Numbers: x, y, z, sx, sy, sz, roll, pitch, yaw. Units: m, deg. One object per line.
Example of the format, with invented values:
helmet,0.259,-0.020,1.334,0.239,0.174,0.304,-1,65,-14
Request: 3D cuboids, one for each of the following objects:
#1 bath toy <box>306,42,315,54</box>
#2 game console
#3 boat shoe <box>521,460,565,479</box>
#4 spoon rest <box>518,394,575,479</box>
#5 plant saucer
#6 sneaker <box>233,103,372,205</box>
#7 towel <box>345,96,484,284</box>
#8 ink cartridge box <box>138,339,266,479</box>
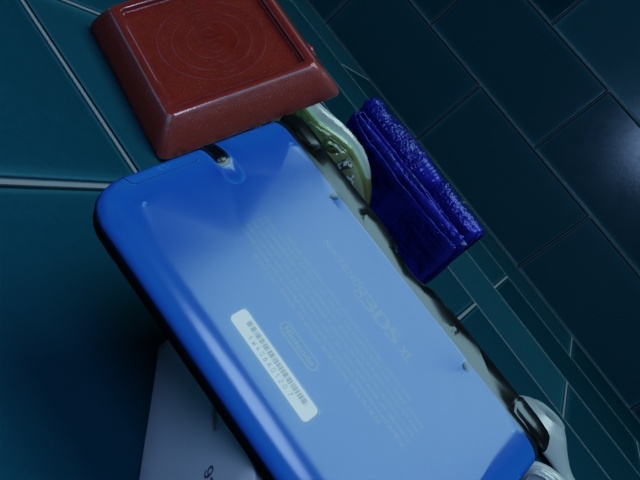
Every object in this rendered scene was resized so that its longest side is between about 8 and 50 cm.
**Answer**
bath toy,-0.096,-0.381,1.239,0.348,0.129,0.151,-30,119,-78
game console,0.003,0.075,0.466,0.250,0.173,0.293,-29,77,-37
boat shoe,0.365,0.427,0.943,0.184,0.066,0.063,63,21,8
spoon rest,0.460,0.403,1.180,0.276,0.084,0.137,42,16,19
plant saucer,-0.144,-0.257,0.826,0.258,0.259,0.047,59,-18,22
sneaker,-0.073,-0.155,0.994,0.410,0.158,0.182,51,57,-26
towel,0.117,-0.067,1.088,0.076,0.227,0.308,-22,71,-41
ink cartridge box,0.017,0.198,0.502,0.307,0.129,0.223,38,23,-28
